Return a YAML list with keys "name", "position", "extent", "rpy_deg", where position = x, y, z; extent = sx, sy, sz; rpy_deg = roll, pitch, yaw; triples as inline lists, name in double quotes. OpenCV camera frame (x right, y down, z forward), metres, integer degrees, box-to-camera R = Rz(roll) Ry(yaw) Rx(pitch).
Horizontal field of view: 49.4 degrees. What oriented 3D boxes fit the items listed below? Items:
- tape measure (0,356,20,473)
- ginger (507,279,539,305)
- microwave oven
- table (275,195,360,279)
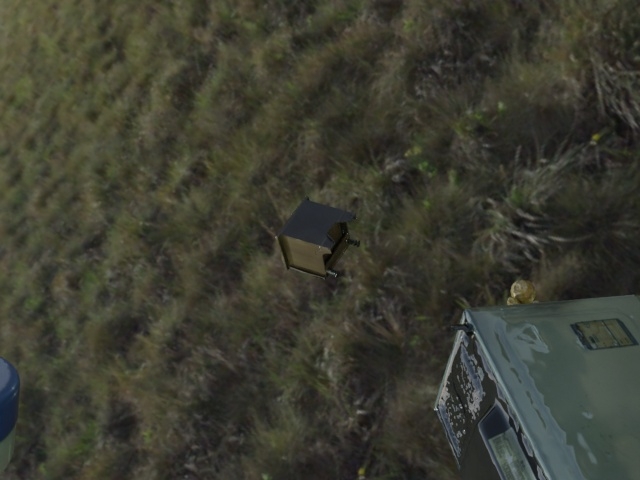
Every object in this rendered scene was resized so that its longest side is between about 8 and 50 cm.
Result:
- name: "tape measure"
  position: [-0.314, 0.170, 0.584]
  extent: [0.215, 0.351, 0.097]
  rpy_deg: [-24, -54, -72]
- name: "ginger"
  position: [0.354, 0.158, 1.170]
  extent: [0.053, 0.176, 0.193]
  rpy_deg: [1, 91, 31]
- name: "microwave oven"
  position: [0.305, 0.260, 0.755]
  extent: [0.355, 0.286, 0.218]
  rpy_deg: [-109, 20, -48]
- name: "table"
  position: [0.000, 0.000, 0.948]
  extent: [0.082, 0.070, 0.083]
  rpy_deg: [17, 53, 27]
